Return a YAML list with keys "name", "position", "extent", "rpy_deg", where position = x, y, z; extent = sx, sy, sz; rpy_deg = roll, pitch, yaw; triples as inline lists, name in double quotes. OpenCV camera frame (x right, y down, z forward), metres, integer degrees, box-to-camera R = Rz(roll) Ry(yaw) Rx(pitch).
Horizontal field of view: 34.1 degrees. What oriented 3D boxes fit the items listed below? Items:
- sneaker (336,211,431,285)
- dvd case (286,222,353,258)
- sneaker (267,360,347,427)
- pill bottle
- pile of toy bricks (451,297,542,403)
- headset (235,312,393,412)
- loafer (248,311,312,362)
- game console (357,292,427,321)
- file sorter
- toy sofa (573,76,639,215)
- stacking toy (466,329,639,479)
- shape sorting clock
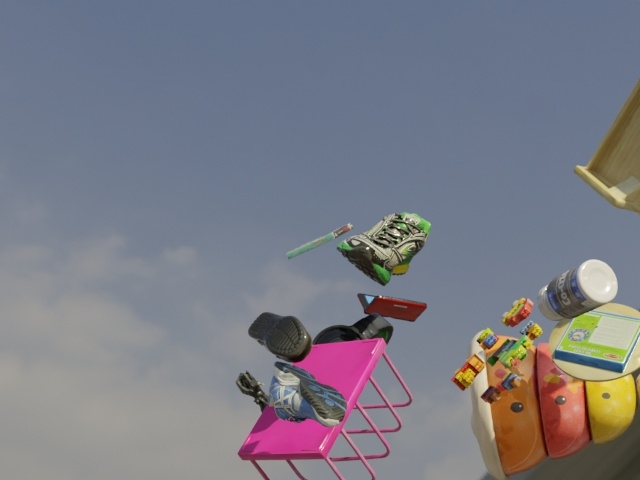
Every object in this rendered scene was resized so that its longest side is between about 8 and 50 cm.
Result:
- name: "sneaker"
  position: [0.144, -0.002, 2.280]
  extent: [0.134, 0.343, 0.146]
  rpy_deg: [38, -72, 11]
- name: "dvd case"
  position: [0.000, 0.000, 1.699]
  extent: [0.087, 0.013, 0.119]
  rpy_deg: [-24, 2, 17]
- name: "sneaker"
  position: [-0.024, 0.272, 1.733]
  extent: [0.080, 0.081, 0.211]
  rpy_deg: [19, 3, -27]
- name: "pill bottle"
  position: [0.431, 0.088, 1.766]
  extent: [0.078, 0.078, 0.137]
  rpy_deg: [14, -24, -18]
- name: "pile of toy bricks"
  position: [0.357, 0.218, 1.980]
  extent: [0.118, 0.212, 0.105]
  rpy_deg: [43, -7, -6]
- name: "headset"
  position: [-0.001, 0.279, 2.306]
  extent: [0.185, 0.394, 0.243]
  rpy_deg: [41, -47, 17]
- name: "loafer"
  position: [-0.062, 0.189, 1.984]
  extent: [0.078, 0.080, 0.220]
  rpy_deg: [43, -8, -22]
- name: "game console"
  position: [0.182, 0.152, 2.656]
  extent: [0.144, 0.085, 0.124]
  rpy_deg: [10, -35, -19]
- name: "file sorter"
  position: [0.025, 0.358, 2.000]
  extent: [0.202, 0.290, 0.182]
  rpy_deg: [-11, -58, 38]
- name: "toy sofa"
  position: [0.681, -0.230, 2.055]
  extent: [0.177, 0.150, 0.362]
  rpy_deg: [9, -62, -34]
- name: "stacking toy"
  position: [0.589, 0.350, 2.363]
  extent: [0.480, 0.350, 0.350]
  rpy_deg: [-9, -32, 14]
- name: "shape sorting clock"
  position: [0.561, 0.204, 2.085]
  extent: [0.206, 0.206, 0.040]
  rpy_deg: [-7, -53, 17]
